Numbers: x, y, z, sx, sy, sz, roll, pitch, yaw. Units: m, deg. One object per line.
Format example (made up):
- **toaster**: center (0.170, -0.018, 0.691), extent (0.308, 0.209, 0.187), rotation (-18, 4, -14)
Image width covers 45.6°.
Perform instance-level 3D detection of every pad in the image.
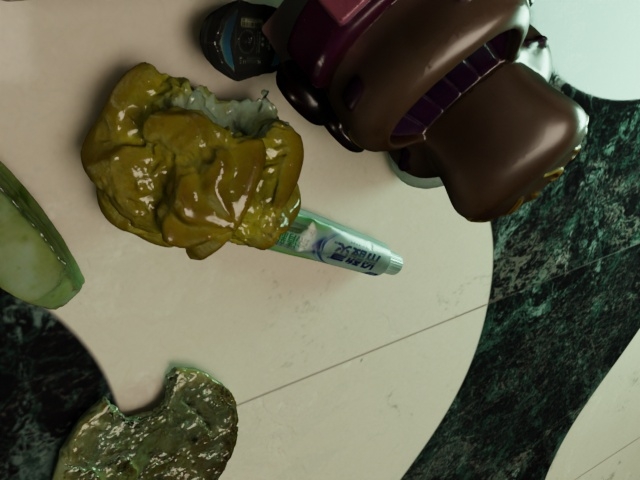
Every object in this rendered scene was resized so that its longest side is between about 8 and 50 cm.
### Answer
- **pad**: center (-0.001, -0.219, 0.830), extent (0.113, 0.006, 0.188), rotation (-52, 156, -6)

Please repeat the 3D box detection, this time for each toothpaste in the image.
- **toothpaste**: center (0.000, 0.000, 0.974), extent (0.297, 0.048, 0.074), rotation (18, 101, -42)

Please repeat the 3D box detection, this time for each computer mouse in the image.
- **computer mouse**: center (-0.077, -0.208, 0.785), extent (0.135, 0.047, 0.079), rotation (-16, 118, -47)

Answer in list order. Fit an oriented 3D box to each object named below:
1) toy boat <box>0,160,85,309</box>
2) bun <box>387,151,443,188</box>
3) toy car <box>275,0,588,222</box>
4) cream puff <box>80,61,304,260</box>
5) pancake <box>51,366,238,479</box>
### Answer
- **toy boat**: center (-0.307, -0.023, 0.686), extent (0.093, 0.055, 0.293), rotation (-42, 134, -10)
- **bun**: center (0.154, -0.133, 1.001), extent (0.141, 0.083, 0.140), rotation (-18, 121, -31)
- **toy car**: center (0.135, -0.155, 0.779), extent (0.271, 0.240, 0.341), rotation (-41, 160, 15)
- **cream puff**: center (-0.116, -0.061, 0.747), extent (0.221, 0.195, 0.194), rotation (5, 110, -39)
- **pancake**: center (-0.213, 0.271, 0.950), extent (0.254, 0.037, 0.253), rotation (-20, 125, -30)
